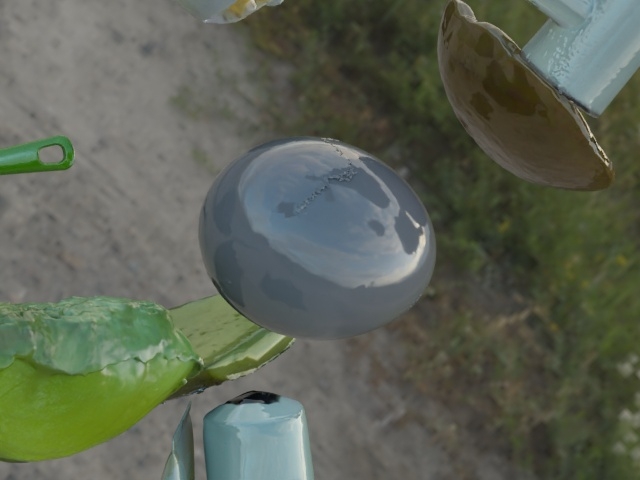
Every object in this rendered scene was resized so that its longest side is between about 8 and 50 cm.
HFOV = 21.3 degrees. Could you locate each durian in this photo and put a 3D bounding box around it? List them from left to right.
[{"bbox_3d":[-0.200,0.088,1.188,0.250,0.139,0.101,1,41,-35],"label":"durian"}]

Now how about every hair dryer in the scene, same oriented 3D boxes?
[{"bbox_3d":[0.145,-0.195,1.153,0.236,0.131,0.073,30,16,-28],"label":"hair dryer"}]

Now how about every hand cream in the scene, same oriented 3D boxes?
[{"bbox_3d":[-0.100,0.200,1.126,0.047,0.174,0.076,8,15,2],"label":"hand cream"},{"bbox_3d":[-0.032,0.258,1.154,0.109,0.067,0.320,-15,104,-46],"label":"hand cream"}]

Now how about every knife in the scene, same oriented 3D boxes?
[{"bbox_3d":[-0.290,-0.065,1.425,0.166,0.078,0.022,-11,12,-17],"label":"knife"}]

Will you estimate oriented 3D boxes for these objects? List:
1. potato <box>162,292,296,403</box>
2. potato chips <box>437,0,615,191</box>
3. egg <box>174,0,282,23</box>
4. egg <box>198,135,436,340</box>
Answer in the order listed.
[{"bbox_3d":[-0.099,0.095,1.463,0.198,0.054,0.119,-26,29,-26],"label":"potato"},{"bbox_3d":[0.152,-0.100,1.367,0.195,0.062,0.208,45,-5,7],"label":"potato chips"},{"bbox_3d":[-0.096,-0.329,1.643,0.183,0.183,0.217,-22,87,-60],"label":"egg"},{"bbox_3d":[0.000,0.000,1.234,0.199,0.146,0.146,11,41,-47],"label":"egg"}]
